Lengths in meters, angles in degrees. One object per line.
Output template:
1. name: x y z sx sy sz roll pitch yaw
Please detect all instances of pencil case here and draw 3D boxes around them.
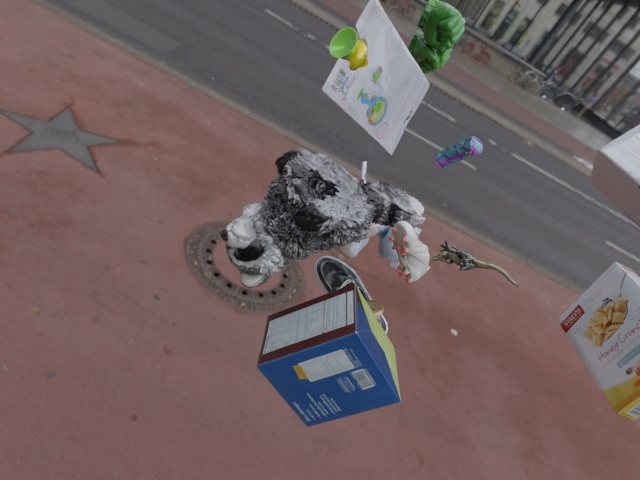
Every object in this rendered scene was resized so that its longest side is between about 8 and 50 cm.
1. pencil case: 0.469 -0.299 1.449 0.064 0.151 0.070 47 55 -17

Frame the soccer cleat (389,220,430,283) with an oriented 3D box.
1. soccer cleat: 0.204 0.017 0.948 0.076 0.196 0.068 -32 48 -11

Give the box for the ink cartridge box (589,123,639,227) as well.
1. ink cartridge box: 0.949 -0.199 1.045 0.286 0.394 0.166 62 8 32

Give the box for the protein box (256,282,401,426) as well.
1. protein box: 0.020 0.227 0.828 0.200 0.201 0.136 59 19 -27

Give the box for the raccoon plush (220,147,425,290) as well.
1. raccoon plush: 0.000 0.000 0.971 0.446 0.299 0.216 19 43 -27

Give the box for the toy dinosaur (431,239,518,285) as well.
1. toy dinosaur: 0.394 0.055 1.159 0.118 0.064 0.268 20 3 -36

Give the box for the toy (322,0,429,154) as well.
1. toy: 0.081 -0.240 0.651 0.056 0.137 0.237 32 6 30

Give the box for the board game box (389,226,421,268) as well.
1. board game box: 0.305 0.025 1.519 0.026 0.103 0.154 31 36 19

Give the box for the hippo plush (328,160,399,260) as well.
1. hippo plush: 0.164 -0.036 1.356 0.236 0.234 0.294 25 44 -24

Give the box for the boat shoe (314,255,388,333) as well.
1. boat shoe: 0.100 0.171 1.376 0.335 0.121 0.119 47 -5 19

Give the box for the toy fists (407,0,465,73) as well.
1. toy fists: 0.377 -0.661 1.410 0.142 0.279 0.096 28 75 3

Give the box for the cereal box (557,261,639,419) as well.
1. cereal box: 0.554 0.174 0.779 0.047 0.173 0.240 22 29 -11

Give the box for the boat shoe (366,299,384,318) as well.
1. boat shoe: 0.075 0.178 0.958 0.170 0.059 0.063 -1 27 -40
